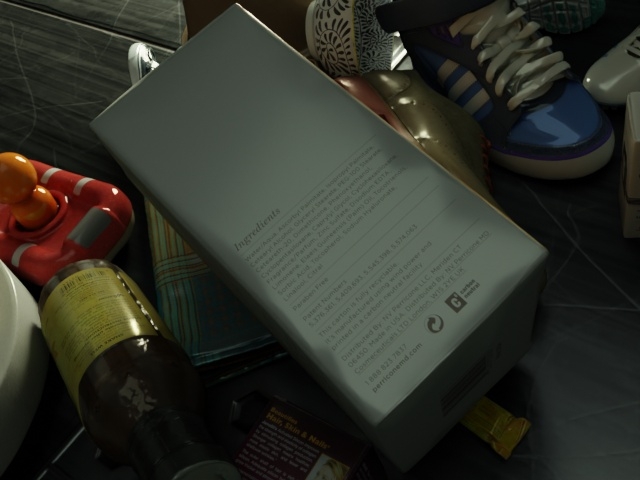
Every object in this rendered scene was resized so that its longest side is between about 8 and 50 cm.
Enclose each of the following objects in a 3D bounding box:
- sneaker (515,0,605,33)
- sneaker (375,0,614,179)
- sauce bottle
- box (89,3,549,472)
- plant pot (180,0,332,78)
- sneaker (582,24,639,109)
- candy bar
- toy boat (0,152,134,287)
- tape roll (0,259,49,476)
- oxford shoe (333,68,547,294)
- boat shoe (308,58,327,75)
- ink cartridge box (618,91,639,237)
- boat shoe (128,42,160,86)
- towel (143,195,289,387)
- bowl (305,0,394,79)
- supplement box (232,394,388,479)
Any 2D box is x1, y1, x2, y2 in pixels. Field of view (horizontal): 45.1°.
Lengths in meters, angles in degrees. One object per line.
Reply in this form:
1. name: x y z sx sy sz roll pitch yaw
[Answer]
1. sneaker: 0.284 -0.313 1.003 0.166 0.065 0.076 5 49 20
2. sneaker: 0.186 -0.230 0.844 0.130 0.236 0.323 -32 48 -9
3. sauce bottle: -0.173 0.127 0.700 0.111 0.111 0.344 -35 34 -12
4. box: 0.000 0.000 0.659 0.168 0.215 0.345 -43 65 -9
5. plant pot: -0.094 -0.350 1.045 0.263 0.229 0.263 -10 49 12
6. sneaker: 0.394 -0.234 0.884 0.237 0.086 0.085 -35 51 -10
7. candy bar: 0.115 0.138 0.707 0.161 0.018 0.040 31 67 36
8. toy boat: -0.348 -0.044 0.921 0.231 0.151 0.151 16 57 28
9. tape roll: -0.474 0.163 0.793 0.392 0.072 0.392 -9 50 11
10. oxford shoe: 0.139 -0.076 0.805 0.130 0.123 0.348 -23 57 -17
11. boat shoe: -0.036 -0.143 0.914 0.066 0.066 0.183 1 50 19
12. ink cartridge box: 0.341 -0.069 0.719 0.109 0.150 0.063 -3 54 16
13. boat shoe: -0.220 -0.219 1.090 0.083 0.065 0.183 -16 54 2
14. towel: -0.070 -0.023 0.889 0.271 0.040 0.370 -20 48 0
15. bowl: 0.031 -0.264 0.958 0.080 0.170 0.170 3 52 21
16. supplement box: -0.039 0.239 0.630 0.104 0.081 0.188 20 60 31
